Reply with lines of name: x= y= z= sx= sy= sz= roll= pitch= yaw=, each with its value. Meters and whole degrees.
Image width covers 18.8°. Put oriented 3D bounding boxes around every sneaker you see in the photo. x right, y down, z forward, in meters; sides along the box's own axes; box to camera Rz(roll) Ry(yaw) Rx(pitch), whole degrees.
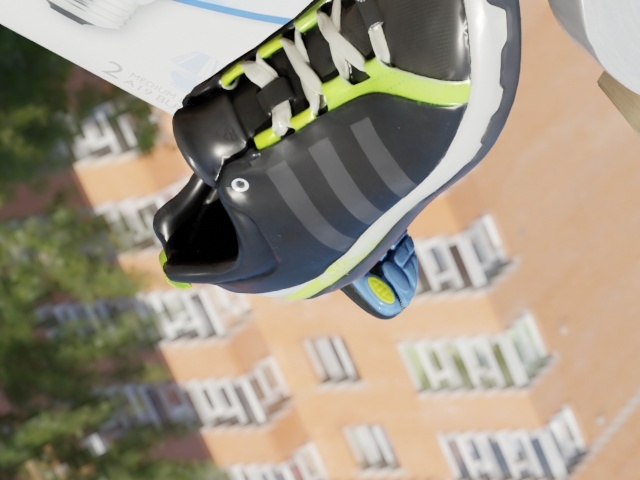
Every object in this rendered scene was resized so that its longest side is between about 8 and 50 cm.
sneaker: x=-0.004 y=-0.041 z=0.735 sx=0.097 sy=0.084 sz=0.234 roll=-4 pitch=147 yaw=-26
sneaker: x=0.000 y=0.000 z=1.350 sx=0.067 sy=0.078 sz=0.188 roll=-22 pitch=-136 yaw=-36

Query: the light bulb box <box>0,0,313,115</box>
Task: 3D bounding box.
light bulb box: x=-0.107 y=-0.288 z=1.079 sx=0.361 sy=0.358 sz=0.225 roll=-36 pitch=-150 yaw=59

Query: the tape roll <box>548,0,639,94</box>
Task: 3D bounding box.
tape roll: x=0.280 y=-0.216 z=1.455 sx=0.219 sy=0.219 sz=0.072 roll=-26 pitch=-150 yaw=-6

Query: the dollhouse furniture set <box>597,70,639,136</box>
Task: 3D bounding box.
dollhouse furniture set: x=0.462 y=-0.240 z=1.943 sx=0.174 sy=0.355 sz=0.303 roll=11 pitch=-147 yaw=-33
